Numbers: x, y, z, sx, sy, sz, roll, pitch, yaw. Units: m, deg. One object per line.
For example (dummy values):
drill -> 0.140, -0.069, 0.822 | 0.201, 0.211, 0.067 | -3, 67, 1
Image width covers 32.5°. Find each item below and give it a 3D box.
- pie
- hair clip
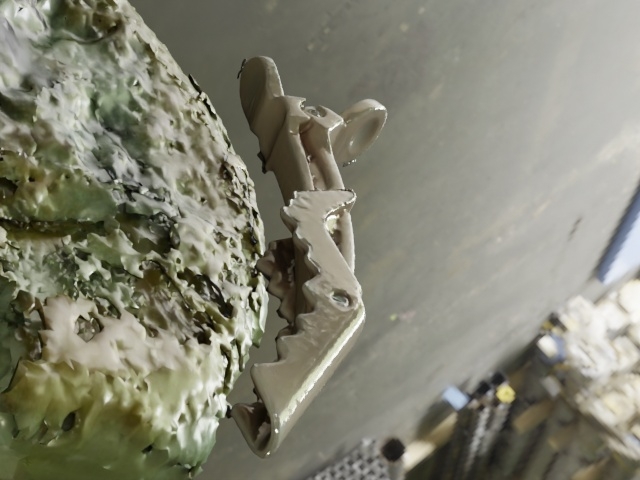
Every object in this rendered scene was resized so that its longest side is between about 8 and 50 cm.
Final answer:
pie -> -0.146, -0.042, 0.587 | 0.078, 0.371, 0.296 | -32, 175, 27
hair clip -> 0.000, 0.000, 0.442 | 0.072, 0.226, 0.034 | 14, 127, -15
